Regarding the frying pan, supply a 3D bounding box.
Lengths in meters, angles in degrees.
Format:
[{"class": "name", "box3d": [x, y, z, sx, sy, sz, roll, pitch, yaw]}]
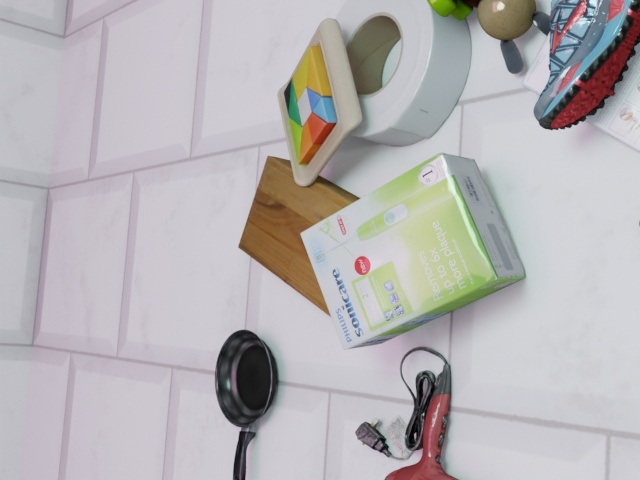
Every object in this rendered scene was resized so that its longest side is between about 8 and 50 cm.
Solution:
[{"class": "frying pan", "box3d": [-0.134, 0.337, 1.702, 0.197, 0.053, 0.326, -39, 57, 39]}]

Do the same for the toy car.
[{"class": "toy car", "box3d": [0.285, -0.358, 1.300, 0.155, 0.149, 0.188, -40, 80, 28]}]

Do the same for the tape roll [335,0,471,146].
[{"class": "tape roll", "box3d": [0.124, -0.309, 1.477, 0.286, 0.100, 0.286, -13, 73, 48]}]

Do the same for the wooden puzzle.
[{"class": "wooden puzzle", "box3d": [-0.015, -0.243, 1.521, 0.238, 0.044, 0.221, -44, 53, 55]}]

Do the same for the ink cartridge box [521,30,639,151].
[{"class": "ink cartridge box", "box3d": [0.420, -0.242, 1.166, 0.232, 0.066, 0.189, 37, 112, 24]}]

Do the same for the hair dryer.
[{"class": "hair dryer", "box3d": [0.164, 0.327, 1.325, 0.293, 0.080, 0.224, 51, 121, 41]}]

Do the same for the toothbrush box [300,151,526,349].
[{"class": "toothbrush box", "box3d": [0.138, 0.021, 1.314, 0.283, 0.122, 0.206, -29, 74, 32]}]

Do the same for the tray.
[{"class": "tray", "box3d": [0.000, 0.000, 1.588, 0.411, 0.076, 0.203, 33, 108, 49]}]

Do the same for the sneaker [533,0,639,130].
[{"class": "sneaker", "box3d": [0.354, -0.273, 1.133, 0.125, 0.104, 0.262, 41, 106, 37]}]
